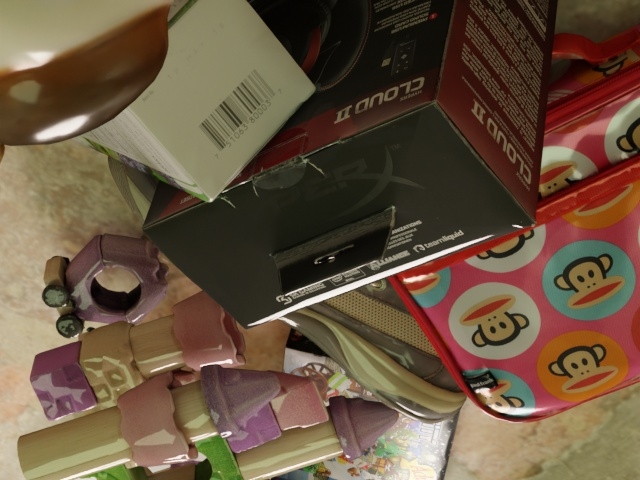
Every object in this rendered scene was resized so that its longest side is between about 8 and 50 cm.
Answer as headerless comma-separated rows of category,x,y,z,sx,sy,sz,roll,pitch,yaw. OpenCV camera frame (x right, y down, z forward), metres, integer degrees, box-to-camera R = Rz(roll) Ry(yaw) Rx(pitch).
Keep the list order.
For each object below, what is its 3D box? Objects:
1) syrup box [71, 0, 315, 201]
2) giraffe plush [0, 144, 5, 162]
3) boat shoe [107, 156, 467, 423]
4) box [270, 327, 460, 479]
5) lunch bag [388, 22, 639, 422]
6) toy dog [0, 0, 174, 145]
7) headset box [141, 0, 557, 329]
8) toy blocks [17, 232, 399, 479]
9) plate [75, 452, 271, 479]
syrup box,-0.114,-0.109,0.914,0.096,0.093,0.237,49,166,-29
giraffe plush,-0.227,-0.156,1.066,0.171,0.181,0.210,-10,95,12
boat shoe,0.000,0.000,1.161,0.355,0.132,0.130,35,104,-22
box,0.040,0.175,1.353,0.159,0.044,0.233,12,135,6
lunch bag,0.187,-0.030,1.035,0.293,0.120,0.258,-27,115,16
toy dog,-0.134,-0.245,0.752,0.395,0.408,0.284,-22,122,31
headset box,0.025,-0.089,0.931,0.218,0.293,0.110,-22,127,31
toy blocks,-0.065,0.152,1.203,0.260,0.309,0.288,-19,117,4
plate,-0.102,0.289,1.453,0.277,0.045,0.278,46,136,-2
